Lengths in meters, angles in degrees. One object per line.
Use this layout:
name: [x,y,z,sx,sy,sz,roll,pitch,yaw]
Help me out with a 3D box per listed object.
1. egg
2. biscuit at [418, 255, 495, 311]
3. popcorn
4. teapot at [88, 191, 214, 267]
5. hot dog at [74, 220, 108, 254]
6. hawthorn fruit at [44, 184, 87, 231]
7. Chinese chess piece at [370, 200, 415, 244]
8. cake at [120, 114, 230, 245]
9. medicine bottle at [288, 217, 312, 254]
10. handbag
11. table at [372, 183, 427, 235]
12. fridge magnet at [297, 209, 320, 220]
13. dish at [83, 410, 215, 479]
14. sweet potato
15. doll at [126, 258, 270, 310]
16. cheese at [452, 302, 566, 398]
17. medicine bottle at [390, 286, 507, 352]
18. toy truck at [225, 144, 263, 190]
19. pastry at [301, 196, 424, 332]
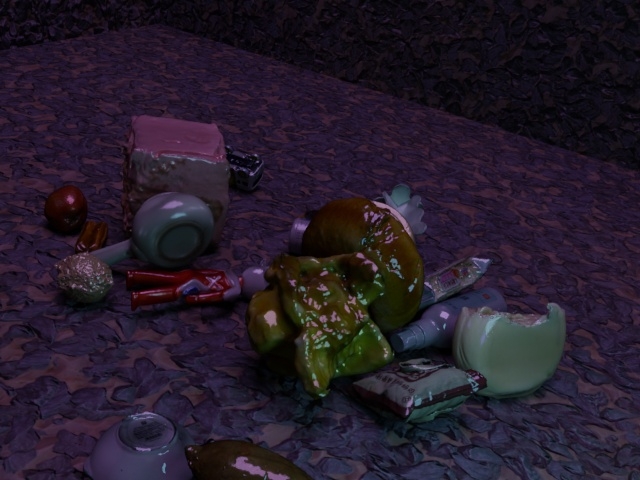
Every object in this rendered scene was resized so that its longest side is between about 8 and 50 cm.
egg: [-0.554,0.088,1.816,0.140,0.116,0.118,24,2,24]
biscuit: [0.309,0.117,2.014,0.309,0.186,0.079,-19,83,-46]
popcorn: [-0.002,0.189,1.668,0.325,0.321,0.290,26,-20,-18]
teapot: [-0.423,-0.018,1.912,0.318,0.220,0.149,-14,42,-22]
hot dog: [-0.605,-0.004,2.050,0.071,0.045,0.165,7,27,-9]
hawthorn fruit: [-0.689,-0.086,2.101,0.128,0.128,0.128,8,27,-4]
Chinese chess piece: [0.131,0.013,2.073,0.250,0.097,0.251,2,67,-5]
cake: [-0.403,-0.155,2.123,0.293,0.307,0.314,1,29,-21]
medicine bottle: [0.000,0.000,2.182,0.168,0.105,0.105,13,27,5]
handbag: [0.202,0.317,1.626,0.235,0.127,0.213,-5,3,-30]
table: [0.238,-0.048,2.311,0.166,0.167,0.198,7,35,-6]
fridge magnet: [-0.005,-0.047,2.314,0.143,0.063,0.143,9,30,-5]
dish: [-0.301,0.372,1.400,0.246,0.078,0.224,0,28,-20]
sweet potato: [-0.042,0.447,1.300,0.422,0.131,0.130,24,30,14]
doll: [-0.278,0.110,1.899,0.383,0.099,0.188,-3,22,-16]
cheese: [0.428,0.233,1.757,0.266,0.233,0.127,1,18,-21]
medicine bottle: [0.309,0.204,1.889,0.351,0.110,0.110,-14,36,-38]
toy truck: [-0.296,-0.239,2.531,0.226,0.114,0.098,19,50,18]
pastry: [0.102,0.060,1.827,0.356,0.356,0.164,30,52,33]
